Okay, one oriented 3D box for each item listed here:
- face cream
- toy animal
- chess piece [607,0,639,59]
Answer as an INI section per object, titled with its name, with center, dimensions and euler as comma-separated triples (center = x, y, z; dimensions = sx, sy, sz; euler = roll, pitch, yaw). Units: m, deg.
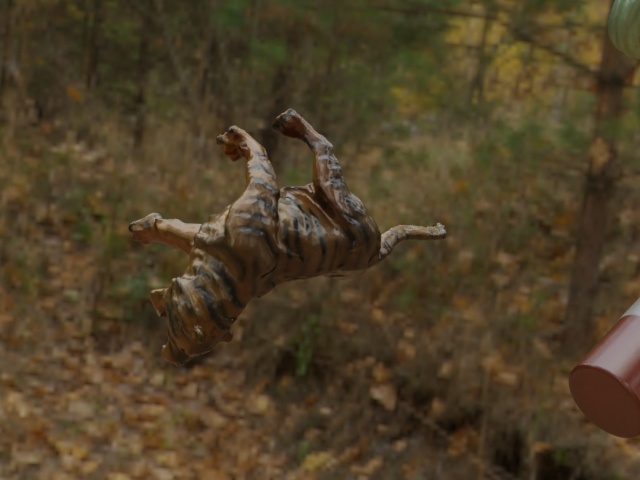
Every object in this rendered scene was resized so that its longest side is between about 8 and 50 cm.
[face cream]
center = 0.354, 0.101, 1.450
dimensions = 0.096, 0.096, 0.214
euler = 16, 46, 46
[toy animal]
center = 0.002, -0.006, 0.918
dimensions = 0.255, 0.114, 0.116
euler = -6, 51, -38
[chess piece]
center = 0.256, -0.142, 0.971
dimensions = 0.067, 0.067, 0.103
euler = 0, 27, -43
